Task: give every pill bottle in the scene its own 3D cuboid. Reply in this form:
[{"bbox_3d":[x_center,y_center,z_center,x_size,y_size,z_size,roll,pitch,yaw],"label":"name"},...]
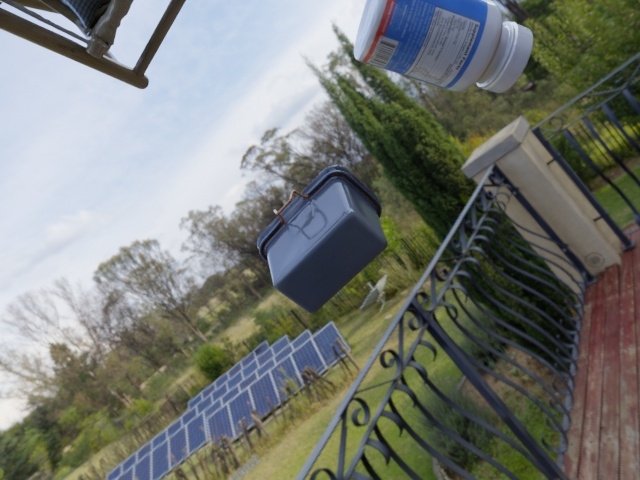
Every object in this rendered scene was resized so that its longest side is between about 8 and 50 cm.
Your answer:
[{"bbox_3d":[0.169,-0.282,0.613,0.124,0.221,0.124,-167,90,-80],"label":"pill bottle"}]

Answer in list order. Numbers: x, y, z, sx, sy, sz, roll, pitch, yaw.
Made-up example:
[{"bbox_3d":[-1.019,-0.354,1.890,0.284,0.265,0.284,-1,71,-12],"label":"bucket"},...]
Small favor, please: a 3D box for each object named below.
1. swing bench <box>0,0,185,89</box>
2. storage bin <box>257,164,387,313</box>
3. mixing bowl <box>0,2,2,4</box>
[{"bbox_3d":[-0.239,-0.309,0.391,0.253,0.165,0.254,-48,-16,23],"label":"swing bench"},{"bbox_3d":[0.000,0.000,0.444,0.135,0.098,0.091,-44,24,13],"label":"storage bin"},{"bbox_3d":[-0.452,-0.339,0.523,0.181,0.181,0.098,-40,-33,1],"label":"mixing bowl"}]
